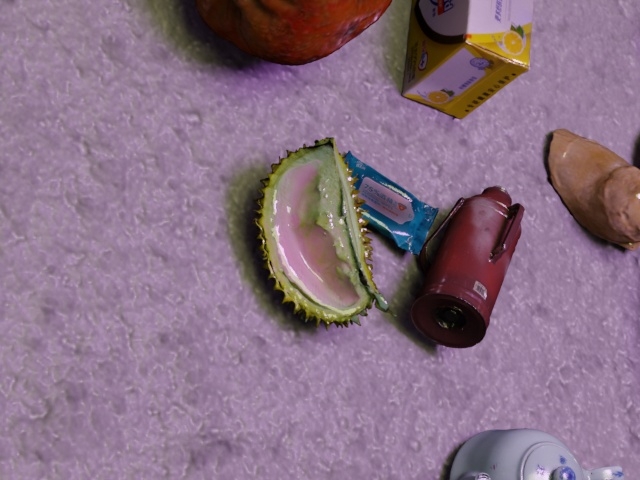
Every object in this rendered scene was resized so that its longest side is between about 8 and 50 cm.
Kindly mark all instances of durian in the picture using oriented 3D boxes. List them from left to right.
[{"bbox_3d":[-0.003,0.002,1.785,0.137,0.095,0.221,-18,82,1],"label":"durian"}]

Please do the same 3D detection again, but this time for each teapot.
[{"bbox_3d":[0.248,0.286,1.791,0.232,0.159,0.159,2,71,-30],"label":"teapot"}]

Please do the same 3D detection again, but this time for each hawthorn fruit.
[{"bbox_3d":[-0.030,-0.333,1.812,0.258,0.258,0.262,49,18,-6],"label":"hawthorn fruit"}]

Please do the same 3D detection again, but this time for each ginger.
[{"bbox_3d":[0.379,-0.077,2.035,0.193,0.122,0.115,43,77,1],"label":"ginger"}]

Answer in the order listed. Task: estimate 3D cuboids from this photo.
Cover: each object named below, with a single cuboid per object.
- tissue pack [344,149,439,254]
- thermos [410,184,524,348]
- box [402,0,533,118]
[{"bbox_3d":[0.073,-0.042,1.887,0.138,0.028,0.085,34,54,-10],"label":"tissue pack"},{"bbox_3d":[0.191,0.015,1.879,0.099,0.124,0.232,41,49,-16],"label":"thermos"},{"bbox_3d":[0.194,-0.313,1.980,0.097,0.168,0.265,17,65,-21],"label":"box"}]
